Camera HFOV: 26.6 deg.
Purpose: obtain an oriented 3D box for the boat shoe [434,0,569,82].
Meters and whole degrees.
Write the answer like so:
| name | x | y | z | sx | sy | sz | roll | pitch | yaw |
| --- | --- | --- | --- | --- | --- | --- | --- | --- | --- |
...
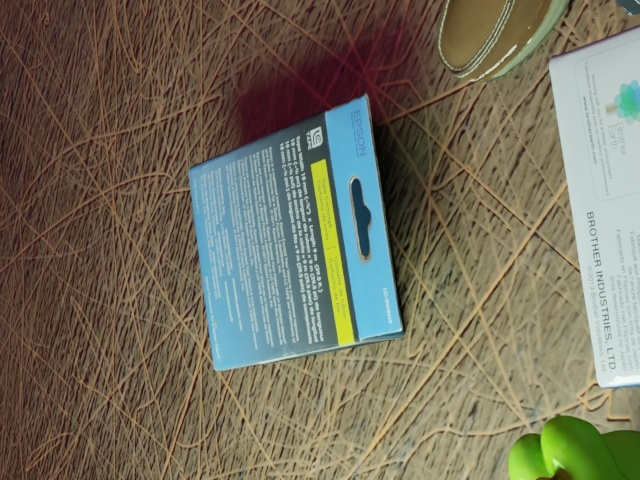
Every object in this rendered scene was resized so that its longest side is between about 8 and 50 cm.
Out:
| name | x | y | z | sx | sy | sz | roll | pitch | yaw |
| --- | --- | --- | --- | --- | --- | --- | --- | --- | --- |
| boat shoe | 0.171 | -0.293 | 1.194 | 0.122 | 0.120 | 0.324 | 51 | 130 | 38 |

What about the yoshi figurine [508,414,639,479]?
| name | x | y | z | sx | sy | sz | roll | pitch | yaw |
| --- | --- | --- | --- | --- | --- | --- | --- | --- | --- |
| yoshi figurine | 0.289 | 0.293 | 1.076 | 0.362 | 0.203 | 0.203 | 61 | 178 | 11 |

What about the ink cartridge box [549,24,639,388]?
| name | x | y | z | sx | sy | sz | roll | pitch | yaw |
| --- | --- | --- | --- | --- | --- | --- | --- | --- | --- |
| ink cartridge box | 0.364 | -0.048 | 0.929 | 0.395 | 0.151 | 0.270 | -17 | 78 | 53 |

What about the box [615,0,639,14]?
| name | x | y | z | sx | sy | sz | roll | pitch | yaw |
| --- | --- | --- | --- | --- | --- | --- | --- | --- | --- |
| box | 0.349 | -0.294 | 0.879 | 0.293 | 0.073 | 0.295 | -1 | 54 | 54 |

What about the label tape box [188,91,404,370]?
| name | x | y | z | sx | sy | sz | roll | pitch | yaw |
| --- | --- | --- | --- | --- | --- | --- | --- | --- | --- |
| label tape box | 0.000 | 0.000 | 1.446 | 0.334 | 0.106 | 0.240 | -16 | 80 | 51 |
